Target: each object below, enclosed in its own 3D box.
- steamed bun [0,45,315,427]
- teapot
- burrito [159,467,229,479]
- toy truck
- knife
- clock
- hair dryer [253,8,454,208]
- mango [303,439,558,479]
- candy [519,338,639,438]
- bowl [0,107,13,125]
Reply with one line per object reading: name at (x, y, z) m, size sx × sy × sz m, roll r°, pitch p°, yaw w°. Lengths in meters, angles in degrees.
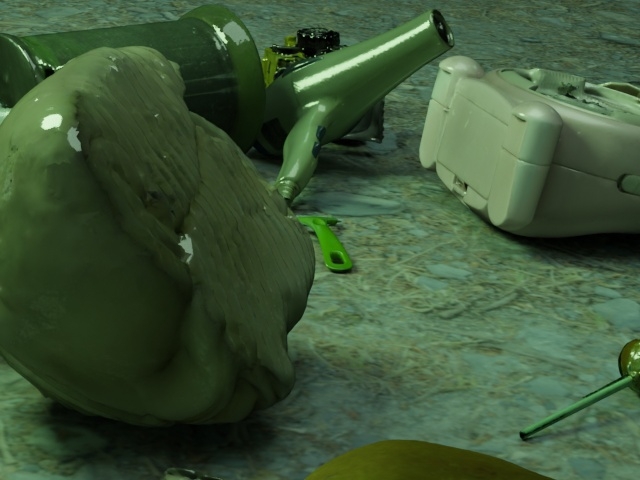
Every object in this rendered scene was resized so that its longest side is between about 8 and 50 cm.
steamed bun at (-0.169, 0.009, 1.236) m, size 0.219 × 0.309 × 0.324 m, roll -31°, pitch 26°, yaw 19°
teapot at (-0.273, -0.169, 1.840) m, size 0.337 × 0.200 × 0.270 m, roll -13°, pitch 0°, yaw -38°
burrito at (-0.036, 0.199, 1.043) m, size 0.185 × 0.041 × 0.045 m, roll 15°, pitch 63°, yaw 24°
toy truck at (0.001, -0.214, 2.095) m, size 0.111 × 0.136 × 0.286 m, roll -5°, pitch 18°, yaw -23°
knife at (0.000, -0.003, 1.658) m, size 0.078 × 0.022 × 0.166 m, roll -4°, pitch 20°, yaw -12°
clock at (0.321, -0.104, 1.813) m, size 0.326 × 0.184 × 0.342 m, roll 3°, pitch 24°, yaw -19°
hair dryer at (0.044, -0.173, 1.858) m, size 0.296 × 0.119 × 0.298 m, roll -38°, pitch 24°, yaw 8°
mango at (0.083, 0.210, 0.818) m, size 0.253 × 0.182 × 0.365 m, roll 0°, pitch 21°, yaw -13°
candy at (0.242, 0.133, 1.307) m, size 0.202 × 0.061 × 0.061 m, roll -20°, pitch 31°, yaw -35°
bowl at (-0.336, -0.036, 1.452) m, size 0.313 × 0.146 × 0.313 m, roll 0°, pitch 12°, yaw 0°
